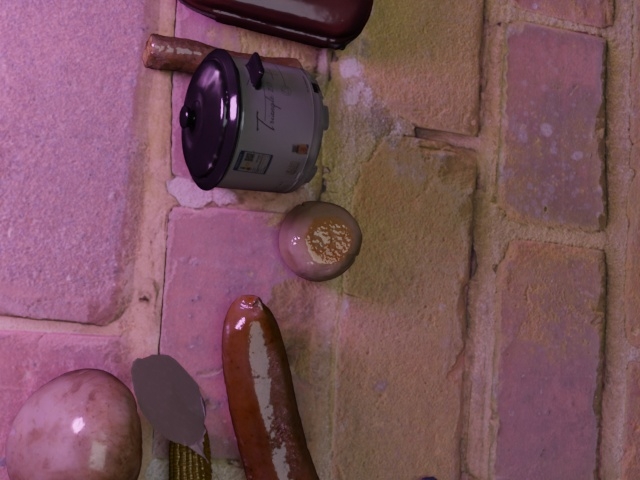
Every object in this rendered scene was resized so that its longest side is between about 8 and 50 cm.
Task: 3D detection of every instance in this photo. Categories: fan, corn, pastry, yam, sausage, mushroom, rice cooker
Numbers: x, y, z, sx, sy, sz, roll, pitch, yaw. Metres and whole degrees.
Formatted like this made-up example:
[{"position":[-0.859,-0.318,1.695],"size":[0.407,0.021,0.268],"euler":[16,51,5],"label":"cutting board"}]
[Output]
[{"position":[-0.219,0.327,1.419],"size":[0.010,0.182,0.310],"euler":[-36,79,21],"label":"fan"},{"position":[-0.226,0.432,1.465],"size":[0.080,0.080,0.238],"euler":[1,82,-20],"label":"corn"},{"position":[0.000,0.000,1.567],"size":[0.156,0.092,0.156],"euler":[4,78,-19],"label":"pastry"},{"position":[-0.171,-0.322,1.539],"size":[0.299,0.066,0.066],"euler":[6,85,-21],"label":"yam"},{"position":[-0.087,0.342,1.492],"size":[0.123,0.136,0.501],"euler":[-15,90,-47],"label":"sausage"},{"position":[-0.389,0.334,1.350],"size":[0.255,0.184,0.255],"euler":[-3,78,17],"label":"mushroom"},{"position":[-0.131,-0.200,1.448],"size":[0.227,0.280,0.241],"euler":[3,53,-28],"label":"rice cooker"}]

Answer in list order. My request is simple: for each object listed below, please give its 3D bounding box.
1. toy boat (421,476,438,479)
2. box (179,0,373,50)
[{"position":[0.244,0.493,1.634],"size":[0.173,0.069,0.059],"euler":[-1,95,-15],"label":"toy boat"},{"position":[-0.087,-0.509,1.553],"size":[0.404,0.108,0.263],"euler":[11,84,-19],"label":"box"}]
